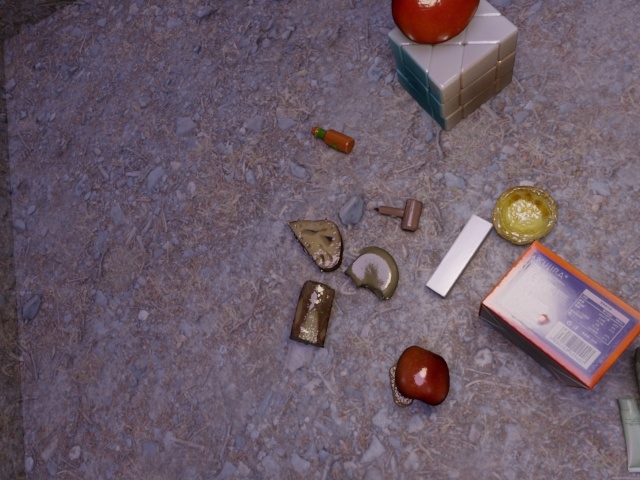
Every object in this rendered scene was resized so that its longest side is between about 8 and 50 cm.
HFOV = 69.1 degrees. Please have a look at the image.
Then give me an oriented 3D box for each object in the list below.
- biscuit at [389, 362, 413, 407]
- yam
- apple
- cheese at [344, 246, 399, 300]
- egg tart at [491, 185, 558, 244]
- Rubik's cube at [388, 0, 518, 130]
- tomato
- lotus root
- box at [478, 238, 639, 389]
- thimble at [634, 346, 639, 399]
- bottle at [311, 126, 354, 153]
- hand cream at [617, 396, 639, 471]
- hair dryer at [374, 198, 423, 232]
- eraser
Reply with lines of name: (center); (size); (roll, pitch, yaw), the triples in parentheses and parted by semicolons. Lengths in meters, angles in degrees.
biscuit: (0.277, 0.495, 1.594); (0.071, 0.018, 0.147); (-12, 74, 16)
yam: (-0.025, 0.265, 1.703); (0.128, 0.129, 0.239); (-1, 71, 55)
apple: (0.332, 0.440, 1.507); (0.180, 0.181, 0.169); (17, 74, 21)
cheese: (0.198, 0.121, 1.684); (0.175, 0.091, 0.202); (-42, 67, 5)
egg tart: (0.691, -0.085, 1.578); (0.212, 0.090, 0.213); (-6, 73, 19)
Rubik's cube: (0.477, -0.659, 1.685); (0.318, 0.316, 0.322); (-37, 69, 5)
tomato: (0.354, -0.788, 1.470); (0.298, 0.226, 0.299); (-6, 74, 20)
lotus root: (0.000, 0.000, 1.792); (0.170, 0.074, 0.261); (-33, 66, 7)
box: (0.687, 0.220, 1.371); (0.348, 0.318, 0.257); (41, 91, 24)
thimble: (1.011, 0.388, 1.251); (0.291, 0.291, 0.196); (0, 76, 18)
bottle: (0.047, -0.417, 1.895); (0.187, 0.069, 0.069); (30, 86, 24)
hand cream: (0.914, 0.563, 1.351); (0.078, 0.050, 0.205); (-10, 76, 16)
hair dryer: (0.284, -0.100, 1.738); (0.181, 0.064, 0.117); (11, 80, 29)
eraser: (0.482, 0.057, 1.615); (0.078, 0.076, 0.298); (34, 87, 23)
